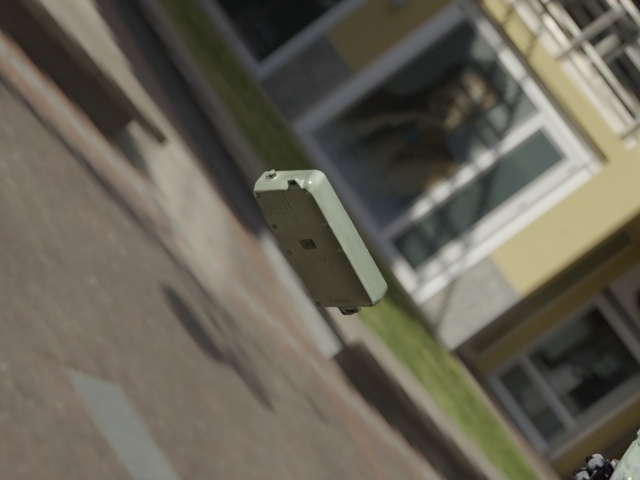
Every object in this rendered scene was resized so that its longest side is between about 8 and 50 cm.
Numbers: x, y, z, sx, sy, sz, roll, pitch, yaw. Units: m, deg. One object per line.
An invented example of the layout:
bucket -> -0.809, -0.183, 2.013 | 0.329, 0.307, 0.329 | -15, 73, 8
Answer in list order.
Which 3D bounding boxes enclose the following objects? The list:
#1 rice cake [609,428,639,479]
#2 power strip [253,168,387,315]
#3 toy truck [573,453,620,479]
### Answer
rice cake -> 0.212, 0.149, 0.773 | 0.198, 0.189, 0.037 | 21, -21, 49
power strip -> 0.000, 0.000, 0.820 | 0.040, 0.016, 0.090 | -2, -49, 37
toy truck -> 0.201, 0.193, 1.197 | 0.044, 0.083, 0.039 | 22, 28, -31
